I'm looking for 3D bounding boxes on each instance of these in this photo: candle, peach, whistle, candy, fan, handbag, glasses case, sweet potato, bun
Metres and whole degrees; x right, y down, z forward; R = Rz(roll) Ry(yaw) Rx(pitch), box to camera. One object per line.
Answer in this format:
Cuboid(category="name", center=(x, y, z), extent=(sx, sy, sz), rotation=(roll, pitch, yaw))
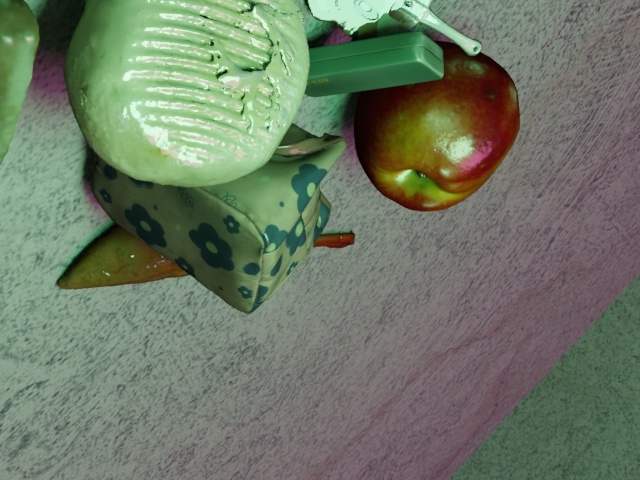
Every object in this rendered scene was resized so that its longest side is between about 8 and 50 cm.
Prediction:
Cuboid(category="candle", center=(0.000, 0.001, 2.228), extent=(0.167, 0.021, 0.026), rotation=(-2, 130, -56))
Cuboid(category="peach", center=(0.155, -0.162, 1.985), extent=(0.243, 0.243, 0.199), rotation=(-48, 121, 4))
Cuboid(category="whistle", center=(0.070, -0.264, 1.875), extent=(0.090, 0.090, 0.158), rotation=(-13, 147, -49))
Cuboid(category="candy", center=(-0.343, -0.134, 1.413), extent=(0.104, 0.102, 0.234), rotation=(-18, 141, -44))
Cuboid(category="fan", center=(0.104, -0.283, 1.815), extent=(0.227, 0.008, 0.152), rotation=(31, 103, -21))
Cuboid(category="handbag", center=(-0.107, -0.074, 1.700), extent=(0.193, 0.251, 0.190), rotation=(-45, 163, -35))
Cuboid(category="glasses case", center=(0.053, -0.212, 1.832), extent=(0.078, 0.184, 0.039), rotation=(23, 65, -60))
Cuboid(category="sweet potato", center=(-0.155, -0.013, 1.880), extent=(0.355, 0.095, 0.106), rotation=(-25, -171, -30))
Cuboid(category="bun", center=(-0.139, -0.177, 1.527), extent=(0.273, 0.272, 0.168), rotation=(-24, -169, -39))
